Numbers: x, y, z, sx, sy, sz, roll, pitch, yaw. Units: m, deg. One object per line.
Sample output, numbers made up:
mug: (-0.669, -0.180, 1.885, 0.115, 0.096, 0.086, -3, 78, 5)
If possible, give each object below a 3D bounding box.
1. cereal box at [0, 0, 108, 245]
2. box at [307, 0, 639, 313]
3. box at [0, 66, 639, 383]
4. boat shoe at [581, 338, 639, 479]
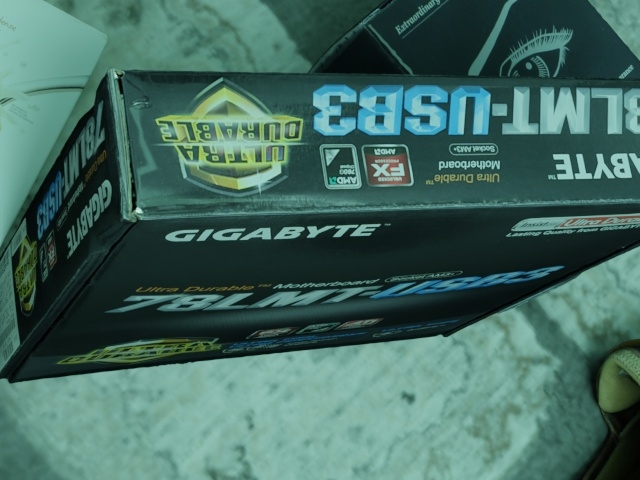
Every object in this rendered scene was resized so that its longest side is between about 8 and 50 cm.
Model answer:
cereal box: (-0.244, -0.055, 0.732, 0.173, 0.047, 0.240, 28, 65, -14)
box: (0.117, -0.084, 0.865, 0.153, 0.108, 0.207, -41, 92, -28)
box: (0.000, 0.000, 0.682, 0.296, 0.293, 0.073, -3, 76, -25)
boat shoe: (0.238, 0.108, 0.854, 0.123, 0.123, 0.342, 40, 69, -9)
